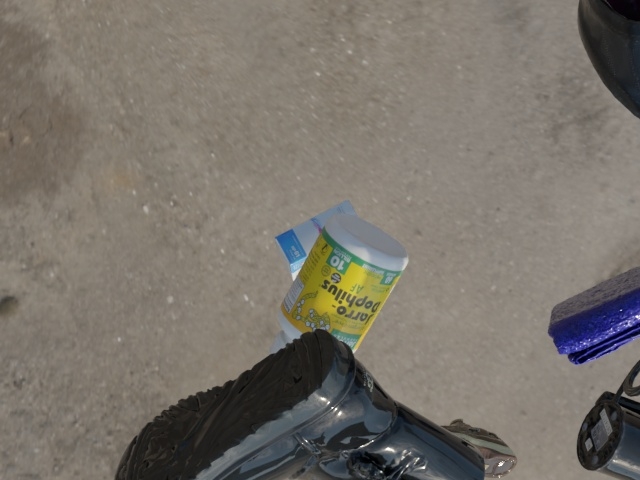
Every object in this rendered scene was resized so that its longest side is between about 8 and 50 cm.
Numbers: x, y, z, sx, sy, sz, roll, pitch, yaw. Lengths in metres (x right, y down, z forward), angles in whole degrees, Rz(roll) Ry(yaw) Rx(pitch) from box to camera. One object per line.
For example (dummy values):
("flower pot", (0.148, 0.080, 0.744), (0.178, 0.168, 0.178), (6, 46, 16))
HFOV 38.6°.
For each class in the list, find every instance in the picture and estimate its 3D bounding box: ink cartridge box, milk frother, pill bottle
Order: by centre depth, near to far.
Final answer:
("milk frother", (0.387, 0.211, 1.034), (0.135, 0.129, 0.143), (23, 137, -13))
("pill bottle", (0.017, 0.080, 1.190), (0.118, 0.117, 0.208), (23, 108, -21))
("ink cartridge box", (0.000, 0.000, 1.341), (0.123, 0.088, 0.052), (-29, 74, -7))

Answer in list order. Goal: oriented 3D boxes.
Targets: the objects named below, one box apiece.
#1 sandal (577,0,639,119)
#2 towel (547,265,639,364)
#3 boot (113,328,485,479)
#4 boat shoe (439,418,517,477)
("sandal", (0.270, -0.129, 0.703), (0.168, 0.107, 0.445), (5, 69, -49))
("towel", (0.496, 0.083, 1.365), (0.308, 0.228, 0.076), (-27, 88, 18))
("boot", (-0.015, 0.193, 0.735), (0.247, 0.094, 0.207), (-33, 122, 21))
("boat shoe", (0.266, 0.393, 1.765), (0.258, 0.095, 0.095), (25, 116, -36))
